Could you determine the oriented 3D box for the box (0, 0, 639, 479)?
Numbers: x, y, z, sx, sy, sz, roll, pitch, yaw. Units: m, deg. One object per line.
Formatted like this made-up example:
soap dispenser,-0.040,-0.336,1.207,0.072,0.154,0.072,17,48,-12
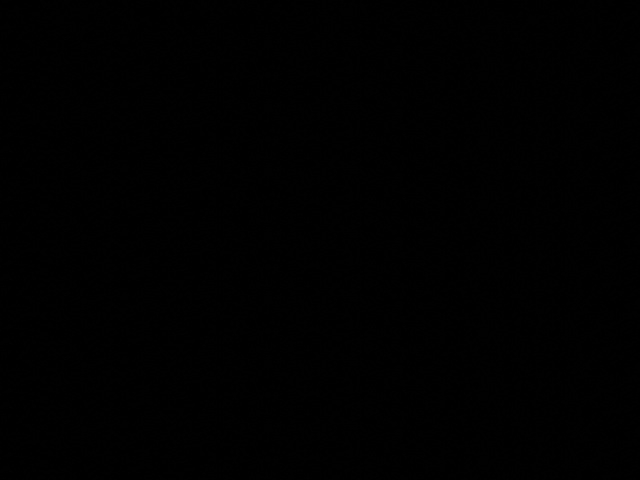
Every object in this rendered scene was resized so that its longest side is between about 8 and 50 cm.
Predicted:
box,0.137,-0.062,0.161,0.480,0.472,0.297,-26,-80,-12
